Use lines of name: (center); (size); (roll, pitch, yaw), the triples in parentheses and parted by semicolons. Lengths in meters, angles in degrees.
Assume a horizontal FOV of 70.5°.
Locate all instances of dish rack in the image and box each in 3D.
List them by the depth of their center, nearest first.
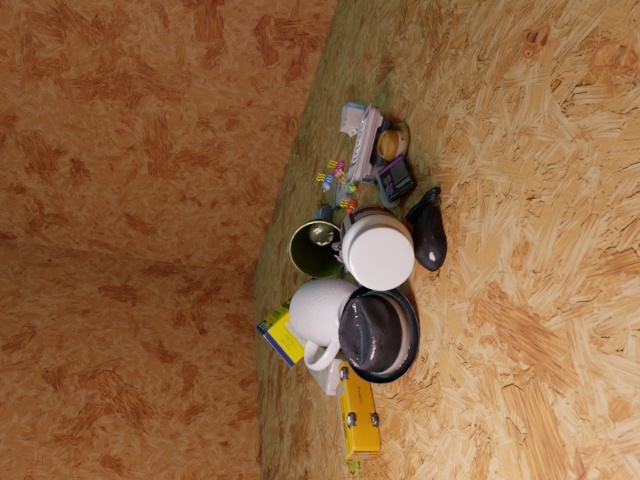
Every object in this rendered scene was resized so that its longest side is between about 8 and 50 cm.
dish rack: (0.186, -0.391, 1.902); (0.285, 0.072, 0.332); (-117, 40, -86)

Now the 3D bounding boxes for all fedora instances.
fedora: (0.157, 0.297, 1.471); (0.334, 0.152, 0.334); (-8, 77, 35)
fedora: (0.274, -0.372, 1.779); (0.194, 0.079, 0.194); (-171, 90, -73)

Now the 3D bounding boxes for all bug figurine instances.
bug figurine: (0.101, -0.247, 2.077); (0.072, 0.279, 0.216); (-10, 51, 38)

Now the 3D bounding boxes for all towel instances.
towel: (0.237, -0.382, 1.981); (0.209, 0.034, 0.285); (-143, 65, -73)

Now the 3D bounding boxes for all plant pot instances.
plant pot: (0.000, 0.000, 2.214); (0.293, 0.275, 0.274); (-81, 6, -72)

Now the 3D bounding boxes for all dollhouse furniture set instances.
dollhouse furniture set: (-0.077, -0.069, 2.535); (0.286, 0.198, 0.303); (169, 110, -71)

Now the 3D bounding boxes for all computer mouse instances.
computer mouse: (0.326, -0.027, 1.445); (0.188, 0.072, 0.272); (123, 151, -50)

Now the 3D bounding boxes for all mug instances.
mug: (0.042, 0.328, 1.776); (0.328, 0.276, 0.374); (-14, 49, 64)

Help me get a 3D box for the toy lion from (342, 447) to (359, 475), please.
toy lion: (0.119, 0.842, 1.725); (0.100, 0.034, 0.096); (133, 135, -61)

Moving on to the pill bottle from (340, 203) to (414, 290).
pill bottle: (0.178, 0.013, 1.473); (0.392, 0.224, 0.224); (-83, 7, -77)

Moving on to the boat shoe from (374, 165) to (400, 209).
boat shoe: (0.264, -0.193, 1.747); (0.070, 0.078, 0.219); (64, -166, -48)

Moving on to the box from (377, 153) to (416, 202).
box: (0.280, -0.229, 1.674); (0.116, 0.029, 0.162); (-36, 43, 26)

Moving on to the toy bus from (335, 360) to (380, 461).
toy bus: (0.131, 0.618, 1.670); (0.332, 0.108, 0.130); (-99, 23, -44)

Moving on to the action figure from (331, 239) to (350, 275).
action figure: (0.139, 0.022, 1.877); (0.099, 0.185, 0.285); (-9, 54, 43)

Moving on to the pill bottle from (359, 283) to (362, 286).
pill bottle: (0.191, 0.087, 1.746); (0.112, 0.112, 0.186); (117, 156, -45)

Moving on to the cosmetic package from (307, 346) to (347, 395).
cosmetic package: (0.051, 0.533, 1.930); (0.296, 0.129, 0.153); (-160, 81, -73)

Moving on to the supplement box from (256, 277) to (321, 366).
supplement box: (-0.081, 0.356, 2.032); (0.356, 0.195, 0.194); (-41, 11, -14)

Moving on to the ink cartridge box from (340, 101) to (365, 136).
ink cartridge box: (0.157, -0.595, 2.245); (0.092, 0.090, 0.143); (160, 118, -70)

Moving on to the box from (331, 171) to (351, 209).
box: (0.110, -0.247, 2.303); (0.186, 0.038, 0.145); (151, 126, -67)
